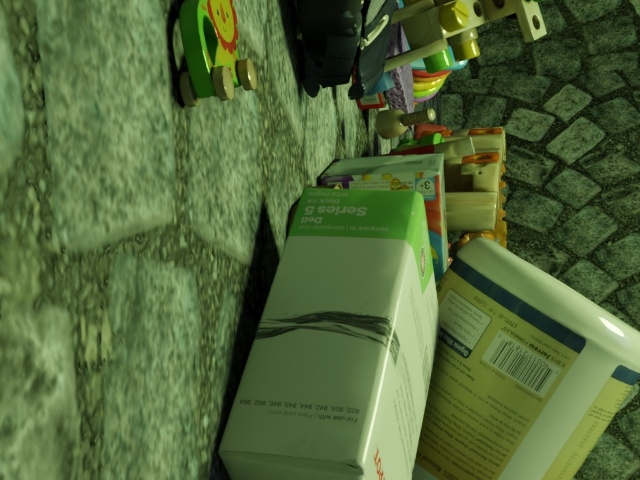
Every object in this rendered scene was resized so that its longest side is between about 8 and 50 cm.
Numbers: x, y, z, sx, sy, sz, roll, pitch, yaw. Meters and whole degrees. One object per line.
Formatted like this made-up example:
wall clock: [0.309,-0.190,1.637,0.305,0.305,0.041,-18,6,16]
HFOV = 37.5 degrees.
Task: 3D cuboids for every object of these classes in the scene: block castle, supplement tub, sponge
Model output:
block castle: [0.179,-0.004,1.473,0.453,0.213,0.303,-58,145,-67]
supplement tub: [0.175,0.181,1.009,0.316,0.228,0.228,-58,171,6]
sponge: [0.118,-0.268,1.460,0.210,0.031,0.117,62,28,-63]

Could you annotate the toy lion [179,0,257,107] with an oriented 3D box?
toy lion: [-0.075,-0.146,0.649,0.100,0.034,0.096,-57,137,-71]

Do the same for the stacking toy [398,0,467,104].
stacking toy: [0.187,-0.334,1.858,0.302,0.166,0.175,100,-10,-64]

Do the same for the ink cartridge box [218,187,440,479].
ink cartridge box: [0.022,0.119,0.804,0.198,0.115,0.273,76,23,-46]

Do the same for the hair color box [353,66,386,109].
hair color box: [0.076,-0.280,1.445,0.072,0.043,0.141,58,31,-69]

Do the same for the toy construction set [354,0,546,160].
toy construction set: [0.178,-0.255,1.233,0.257,0.237,0.308,9,77,-55]

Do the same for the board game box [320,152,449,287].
board game box: [0.088,0.040,1.173,0.144,0.142,0.275,-56,143,-74]

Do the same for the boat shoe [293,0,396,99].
boat shoe: [0.037,-0.292,1.079,0.340,0.127,0.158,-66,159,-51]

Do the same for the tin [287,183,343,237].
tin: [0.000,0.000,1.004,0.189,0.040,0.106,-53,144,-73]
